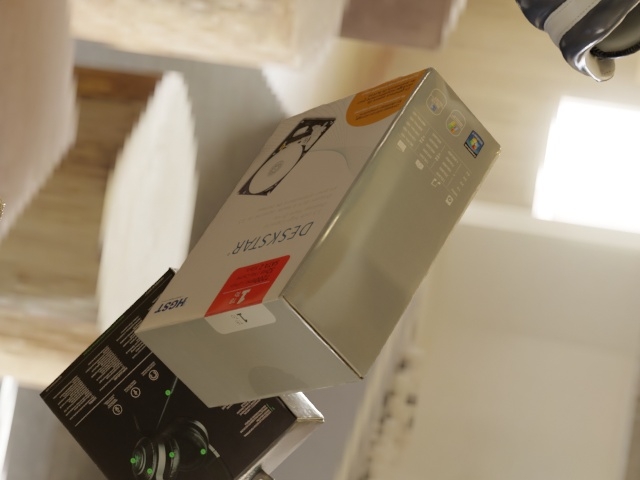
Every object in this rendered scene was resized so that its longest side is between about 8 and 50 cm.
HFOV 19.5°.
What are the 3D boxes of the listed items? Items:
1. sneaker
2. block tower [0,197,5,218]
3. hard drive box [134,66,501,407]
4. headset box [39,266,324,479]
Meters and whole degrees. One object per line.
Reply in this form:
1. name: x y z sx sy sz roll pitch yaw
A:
1. sneaker: 0.153 -0.186 1.053 0.099 0.153 0.282 -46 179 29
2. block tower: -0.391 0.048 1.382 0.091 0.335 0.097 44 29 -31
3. hard drive box: 0.000 0.000 1.351 0.089 0.181 0.232 47 54 -22
4. headset box: -0.171 0.222 2.405 0.246 0.283 0.131 -45 165 8
